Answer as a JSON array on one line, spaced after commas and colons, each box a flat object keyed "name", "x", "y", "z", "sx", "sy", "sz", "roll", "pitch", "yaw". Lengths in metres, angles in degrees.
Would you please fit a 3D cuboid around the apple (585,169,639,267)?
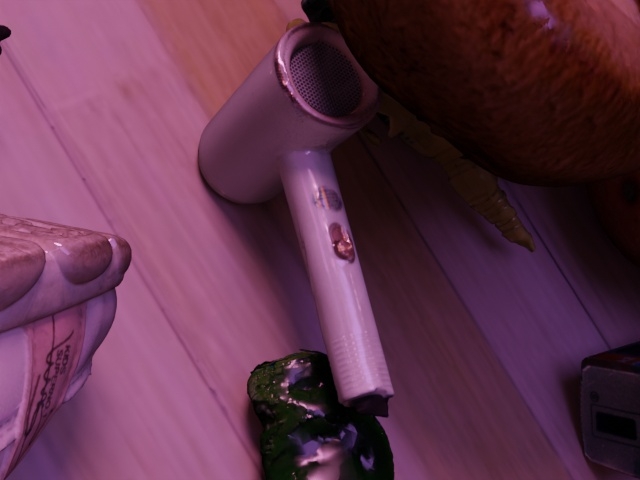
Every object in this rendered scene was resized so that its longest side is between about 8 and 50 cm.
[{"name": "apple", "x": 0.334, "y": -0.057, "z": 0.913, "sx": 0.254, "sy": 0.253, "sz": 0.253, "roll": 14, "pitch": 61, "yaw": -28}]

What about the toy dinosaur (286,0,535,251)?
[{"name": "toy dinosaur", "x": 0.086, "y": -0.101, "z": 0.863, "sx": 0.259, "sy": 0.094, "sz": 0.153, "roll": 43, "pitch": 51, "yaw": -20}]

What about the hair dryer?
[{"name": "hair dryer", "x": 0.000, "y": 0.000, "z": 0.722, "sx": 0.073, "sy": 0.131, "sz": 0.236, "roll": -7, "pitch": 71, "yaw": -34}]

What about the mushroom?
[{"name": "mushroom", "x": 0.129, "y": -0.179, "z": 0.728, "sx": 0.345, "sy": 0.239, "sz": 0.345, "roll": 50, "pitch": 12, "yaw": -14}]

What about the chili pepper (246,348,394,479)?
[{"name": "chili pepper", "x": 0.009, "y": 0.177, "z": 0.695, "sx": 0.098, "sy": 0.061, "sz": 0.224, "roll": 7, "pitch": 63, "yaw": -39}]

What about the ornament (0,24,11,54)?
[{"name": "ornament", "x": -0.313, "y": -0.154, "z": 0.619, "sx": 0.251, "sy": 0.106, "sz": 0.260, "roll": -19, "pitch": 89, "yaw": -31}]

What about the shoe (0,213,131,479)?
[{"name": "shoe", "x": -0.227, "y": 0.096, "z": 0.522, "sx": 0.351, "sy": 0.172, "sz": 0.198, "roll": -25, "pitch": 120, "yaw": -57}]

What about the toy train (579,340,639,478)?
[{"name": "toy train", "x": 0.371, "y": 0.098, "z": 0.955, "sx": 0.410, "sy": 0.089, "sz": 0.086, "roll": -10, "pitch": 100, "yaw": -37}]
